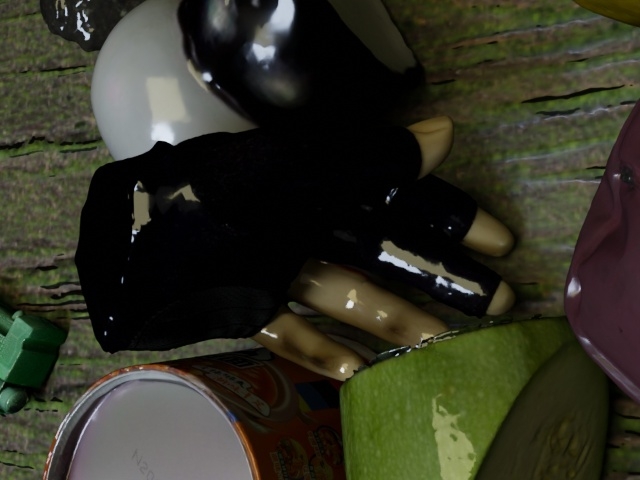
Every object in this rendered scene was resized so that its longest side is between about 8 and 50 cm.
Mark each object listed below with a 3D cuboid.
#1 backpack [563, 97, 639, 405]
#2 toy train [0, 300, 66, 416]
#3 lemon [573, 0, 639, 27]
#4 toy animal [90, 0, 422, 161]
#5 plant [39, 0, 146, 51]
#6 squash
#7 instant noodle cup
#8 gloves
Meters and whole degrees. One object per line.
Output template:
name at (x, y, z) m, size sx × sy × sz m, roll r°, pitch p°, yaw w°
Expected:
backpack at (0.290, 0.028, 0.699) m, size 0.317 × 0.197 × 0.283 m, roll 35°, pitch 105°, yaw 37°
toy train at (-0.320, 0.087, 1.178) m, size 0.178 × 0.071 × 0.104 m, roll 31°, pitch 94°, yaw 31°
lemon at (0.227, -0.255, 0.720) m, size 0.297 × 0.297 × 0.297 m, roll -4°, pitch 83°, yaw 34°
toy animal at (-0.062, -0.124, 0.968) m, size 0.235 × 0.165 × 0.187 m, roll -38°, pitch 71°, yaw 27°
plant at (-0.150, -0.249, 1.054) m, size 0.129 × 0.132 × 0.194 m, roll 43°, pitch 113°, yaw 56°
squash at (0.118, 0.191, 0.800) m, size 0.189 × 0.189 × 0.260 m, roll -23°, pitch 70°, yaw 30°
instant noodle cup at (-0.064, 0.187, 0.919) m, size 0.250 × 0.192 × 0.250 m, roll -4°, pitch 82°, yaw 34°
gloves at (-0.006, -0.005, 0.861) m, size 0.152 × 0.301 × 0.197 m, roll -96°, pitch 22°, yaw -51°
